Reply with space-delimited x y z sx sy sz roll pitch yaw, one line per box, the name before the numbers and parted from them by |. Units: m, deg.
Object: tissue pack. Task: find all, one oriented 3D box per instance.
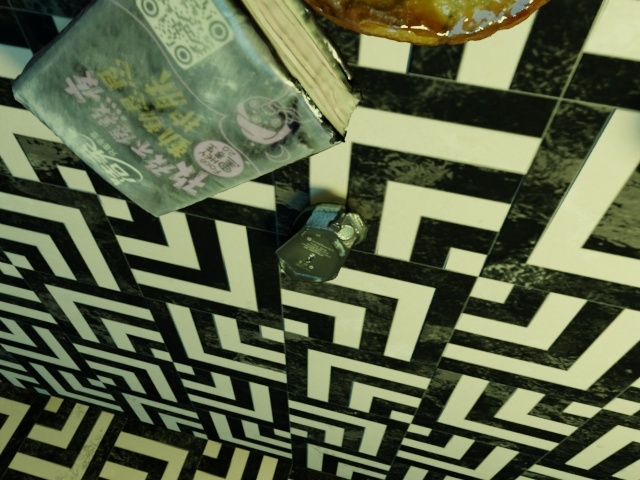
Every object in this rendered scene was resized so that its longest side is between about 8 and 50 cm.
tissue pack | -0.167 -0.175 0.601 0.361 0.122 0.259 -15 130 38

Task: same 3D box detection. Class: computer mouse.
computer mouse | 0.000 0.000 0.789 0.105 0.062 0.192 29 135 -12

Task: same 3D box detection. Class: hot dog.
hot dog | 0.075 -0.252 0.405 0.258 0.114 0.175 8 142 12
